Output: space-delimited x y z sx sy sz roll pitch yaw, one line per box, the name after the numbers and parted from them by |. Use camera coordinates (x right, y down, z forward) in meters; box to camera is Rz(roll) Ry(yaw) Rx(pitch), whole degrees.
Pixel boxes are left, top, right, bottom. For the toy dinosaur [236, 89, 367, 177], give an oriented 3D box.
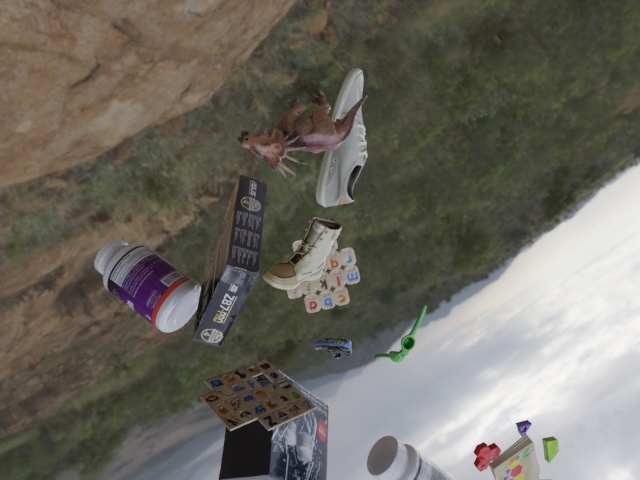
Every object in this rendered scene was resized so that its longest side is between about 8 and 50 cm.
-0.027 -0.238 1.360 0.295 0.127 0.200 -11 -144 6 | toy dinosaur

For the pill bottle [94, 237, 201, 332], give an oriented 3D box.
-0.535 0.129 1.835 0.181 0.323 0.181 -50 162 -23 | pill bottle

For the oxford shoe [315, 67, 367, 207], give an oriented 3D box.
0.094 -0.320 1.906 0.169 0.130 0.450 2 100 -74 | oxford shoe

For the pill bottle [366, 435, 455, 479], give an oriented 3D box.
0.292 0.761 1.919 0.161 0.283 0.161 -42 -159 21 | pill bottle

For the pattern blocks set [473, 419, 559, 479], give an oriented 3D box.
0.520 0.613 1.590 0.285 0.325 0.026 -20 -152 -18 | pattern blocks set

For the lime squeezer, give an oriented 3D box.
0.293 0.363 2.105 0.310 0.058 0.110 -54 -172 32 | lime squeezer

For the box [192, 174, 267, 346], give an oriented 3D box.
-0.258 0.051 1.695 0.395 0.097 0.318 -92 -156 -49 | box

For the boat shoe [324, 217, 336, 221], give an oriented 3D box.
0.000 0.000 1.624 0.083 0.065 0.183 -58 -173 26 | boat shoe

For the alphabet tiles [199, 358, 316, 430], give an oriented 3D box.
-0.156 0.371 1.409 0.237 0.198 0.009 -9 126 -47 | alphabet tiles

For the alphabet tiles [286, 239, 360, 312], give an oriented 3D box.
0.001 0.122 2.256 0.284 0.278 0.021 -13 179 -8 | alphabet tiles

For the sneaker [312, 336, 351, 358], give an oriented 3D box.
0.041 0.399 2.201 0.188 0.078 0.067 -6 -168 46 | sneaker

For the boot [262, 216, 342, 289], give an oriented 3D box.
-0.040 0.027 1.414 0.213 0.077 0.165 -12 134 -55 | boot

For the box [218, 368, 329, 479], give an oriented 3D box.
-0.128 0.615 1.845 0.178 0.313 0.343 -15 142 25 | box
